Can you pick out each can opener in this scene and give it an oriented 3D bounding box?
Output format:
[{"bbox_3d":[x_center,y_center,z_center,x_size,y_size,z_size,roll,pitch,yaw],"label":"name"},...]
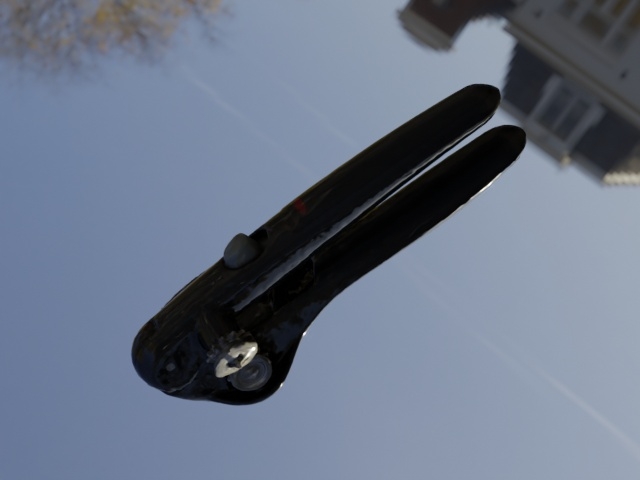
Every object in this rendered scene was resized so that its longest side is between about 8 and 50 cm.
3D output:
[{"bbox_3d":[0.000,0.000,0.645,0.059,0.186,0.073,42,-166,-46],"label":"can opener"}]
